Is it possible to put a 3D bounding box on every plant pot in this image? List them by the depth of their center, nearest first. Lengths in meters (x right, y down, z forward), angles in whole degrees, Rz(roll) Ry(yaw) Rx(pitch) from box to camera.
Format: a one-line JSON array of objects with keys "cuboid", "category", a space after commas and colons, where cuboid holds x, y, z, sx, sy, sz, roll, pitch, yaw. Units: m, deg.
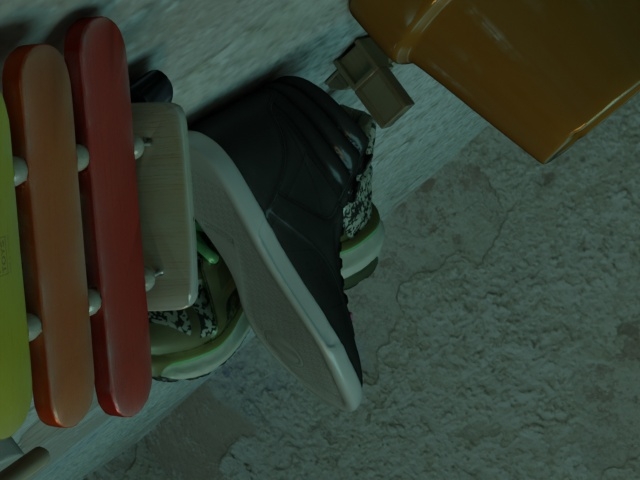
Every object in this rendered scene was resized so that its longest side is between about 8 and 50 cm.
[{"cuboid": [0.158, -0.168, 0.931, 0.205, 0.188, 0.205, -38, 174, -5], "category": "plant pot"}]

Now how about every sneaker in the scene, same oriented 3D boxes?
[{"cuboid": [0.000, 0.000, 0.994, 0.104, 0.296, 0.147, 13, -132, 47], "category": "sneaker"}, {"cuboid": [-0.082, -0.023, 1.074, 0.410, 0.158, 0.182, -29, 138, -49], "category": "sneaker"}]

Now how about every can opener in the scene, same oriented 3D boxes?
[{"cuboid": [-0.128, -0.041, 0.788, 0.073, 0.059, 0.186, -37, 173, -26], "category": "can opener"}]

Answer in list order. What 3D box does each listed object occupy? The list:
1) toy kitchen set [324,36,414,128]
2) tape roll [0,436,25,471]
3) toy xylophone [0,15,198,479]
[{"cuboid": [0.051, -0.133, 1.091, 0.068, 0.075, 0.083, -41, 169, 33], "category": "toy kitchen set"}, {"cuboid": [-0.482, 0.315, 1.269, 0.392, 0.072, 0.392, -38, 175, -4], "category": "tape roll"}, {"cuboid": [-0.160, 0.035, 0.558, 0.081, 0.236, 0.322, 1, -161, 23], "category": "toy xylophone"}]
